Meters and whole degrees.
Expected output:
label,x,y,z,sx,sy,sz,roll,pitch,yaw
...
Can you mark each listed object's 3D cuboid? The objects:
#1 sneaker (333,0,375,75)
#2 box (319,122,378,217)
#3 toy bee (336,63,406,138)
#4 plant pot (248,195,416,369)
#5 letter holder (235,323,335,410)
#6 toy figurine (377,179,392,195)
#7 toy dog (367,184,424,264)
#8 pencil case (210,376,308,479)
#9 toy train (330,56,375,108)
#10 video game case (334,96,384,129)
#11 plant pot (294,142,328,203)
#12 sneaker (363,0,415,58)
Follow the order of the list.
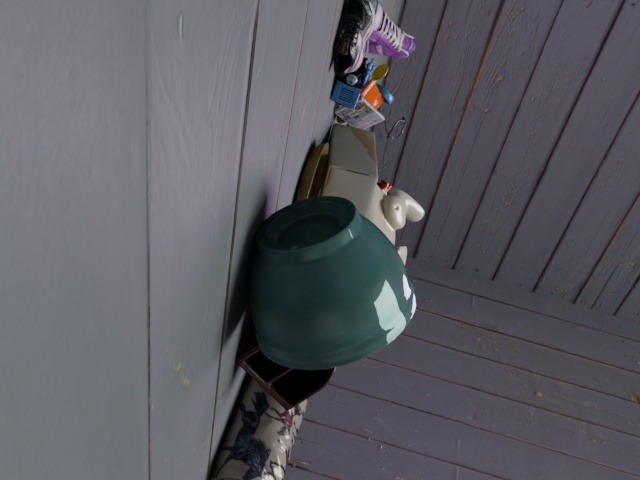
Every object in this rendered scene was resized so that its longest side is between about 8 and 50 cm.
label,x,y,z,sx,sy,sz,roll,pitch,yaw
sneaker,0.066,-0.425,1.419,0.077,0.072,0.178,-55,158,-45
box,0.070,-0.177,1.740,0.311,0.121,0.148,-85,-172,-60
toy bee,0.117,-0.394,1.899,0.195,0.162,0.298,-41,151,-16
plant pot,0.001,0.047,1.144,0.293,0.293,0.196,-68,147,-55
letter holder,-0.010,0.160,1.393,0.214,0.152,0.302,-36,-164,27
toy figurine,0.142,-0.177,2.451,0.148,0.209,0.213,-58,-178,1
toy dog,0.123,0.019,2.084,0.395,0.284,0.408,50,47,-48
pencil case,-0.116,0.410,1.529,0.183,0.159,0.410,80,22,-46
toy train,0.080,-0.400,1.661,0.184,0.080,0.105,-72,-175,-59
video game case,0.106,-0.338,1.808,0.122,0.087,0.011,28,49,-51
plant pot,-0.028,-0.118,1.575,0.236,0.032,0.236,15,90,-85
sneaker,0.193,-0.584,1.871,0.282,0.161,0.102,-6,114,-84
